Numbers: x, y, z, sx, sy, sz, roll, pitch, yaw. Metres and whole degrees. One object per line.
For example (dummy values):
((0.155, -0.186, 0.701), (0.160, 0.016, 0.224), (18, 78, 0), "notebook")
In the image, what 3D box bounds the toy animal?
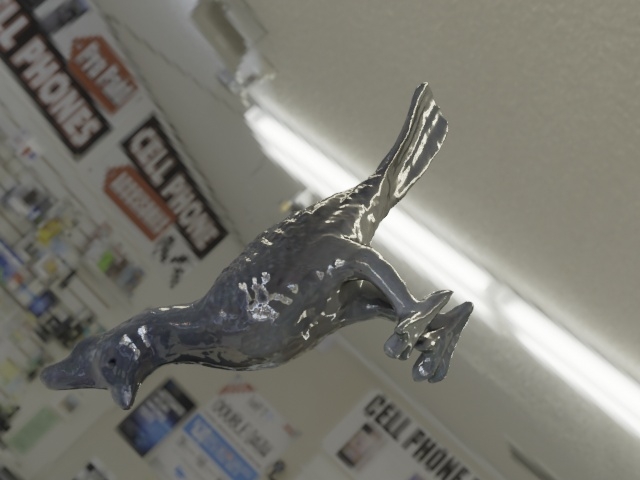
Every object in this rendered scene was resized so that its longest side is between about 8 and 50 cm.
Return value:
((0.010, 0.022, 0.784), (0.206, 0.367, 0.081), (31, -31, 43), "toy animal")
